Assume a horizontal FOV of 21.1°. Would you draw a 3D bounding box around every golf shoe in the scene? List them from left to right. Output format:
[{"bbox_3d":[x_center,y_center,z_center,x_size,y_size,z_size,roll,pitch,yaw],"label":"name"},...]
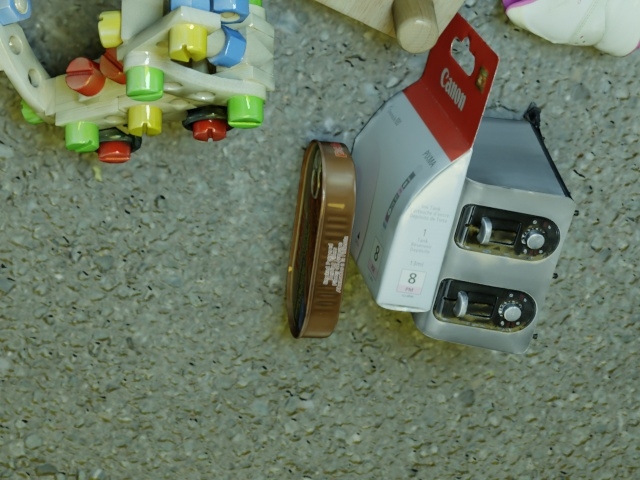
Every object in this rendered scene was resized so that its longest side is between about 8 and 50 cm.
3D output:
[{"bbox_3d":[0.234,-0.309,1.472,0.140,0.115,0.306,6,109,-2],"label":"golf shoe"}]

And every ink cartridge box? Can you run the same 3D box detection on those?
[{"bbox_3d":[0.078,-0.081,1.506,0.066,0.189,0.232,5,112,-14],"label":"ink cartridge box"}]

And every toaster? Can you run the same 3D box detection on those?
[{"bbox_3d":[0.146,-0.017,1.553,0.110,0.186,0.168,8,120,-13],"label":"toaster"}]

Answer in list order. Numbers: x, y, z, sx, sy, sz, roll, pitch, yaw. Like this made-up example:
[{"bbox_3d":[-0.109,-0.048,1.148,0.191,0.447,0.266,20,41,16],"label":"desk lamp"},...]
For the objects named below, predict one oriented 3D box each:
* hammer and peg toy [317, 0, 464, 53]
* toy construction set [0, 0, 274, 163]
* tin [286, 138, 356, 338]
[{"bbox_3d":[0.080,-0.335,1.379,0.266,0.127,0.361,24,124,-21],"label":"hammer and peg toy"},{"bbox_3d":[-0.173,-0.153,1.421,0.327,0.215,0.151,6,82,32],"label":"toy construction set"},{"bbox_3d":[0.000,0.000,1.576,0.040,0.106,0.190,1,114,-16],"label":"tin"}]
